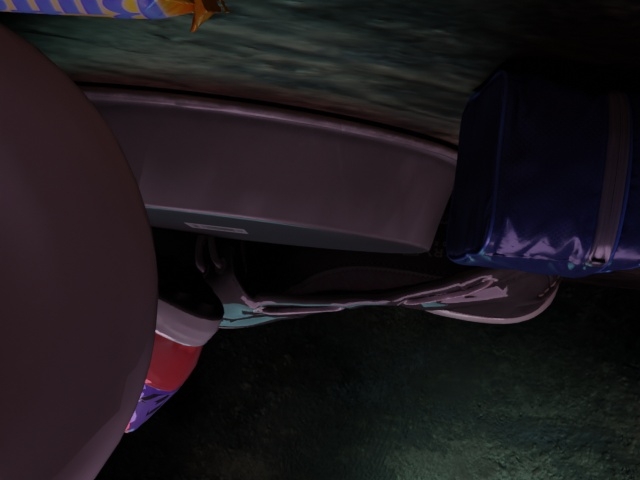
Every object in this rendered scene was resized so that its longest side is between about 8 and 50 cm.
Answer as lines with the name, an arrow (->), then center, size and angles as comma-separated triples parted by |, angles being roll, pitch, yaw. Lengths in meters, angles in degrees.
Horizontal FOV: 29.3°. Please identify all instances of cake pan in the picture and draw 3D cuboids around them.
cake pan -> -0.060, -0.033, 0.694 | 0.293, 0.054, 0.293 | 6, 177, 0

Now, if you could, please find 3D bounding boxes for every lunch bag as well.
lunch bag -> 0.086, -0.020, 0.443 | 0.065, 0.067, 0.098 | 7, 178, -3

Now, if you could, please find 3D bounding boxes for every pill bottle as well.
pill bottle -> -0.226, 0.030, 0.525 | 0.204, 0.204, 0.361 | 8, 171, -29

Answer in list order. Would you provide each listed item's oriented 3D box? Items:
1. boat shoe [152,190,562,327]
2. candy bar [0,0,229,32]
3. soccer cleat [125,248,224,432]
boat shoe -> 0.000, 0.000, 0.853 | 0.335, 0.112, 0.095 | 1, 159, 14
candy bar -> -0.105, -0.073, 0.331 | 0.161, 0.018, 0.040 | 7, 178, 12
soccer cleat -> -0.222, 0.019, 0.779 | 0.318, 0.116, 0.108 | 27, -168, -17
